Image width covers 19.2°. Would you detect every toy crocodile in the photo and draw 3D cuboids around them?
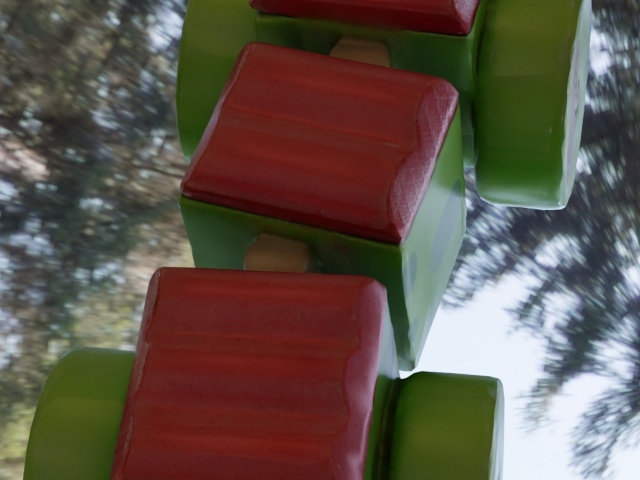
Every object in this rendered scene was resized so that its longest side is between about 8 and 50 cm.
[{"bbox_3d":[0.000,0.000,0.487,0.115,0.105,0.340,7,-121,12],"label":"toy crocodile"}]
